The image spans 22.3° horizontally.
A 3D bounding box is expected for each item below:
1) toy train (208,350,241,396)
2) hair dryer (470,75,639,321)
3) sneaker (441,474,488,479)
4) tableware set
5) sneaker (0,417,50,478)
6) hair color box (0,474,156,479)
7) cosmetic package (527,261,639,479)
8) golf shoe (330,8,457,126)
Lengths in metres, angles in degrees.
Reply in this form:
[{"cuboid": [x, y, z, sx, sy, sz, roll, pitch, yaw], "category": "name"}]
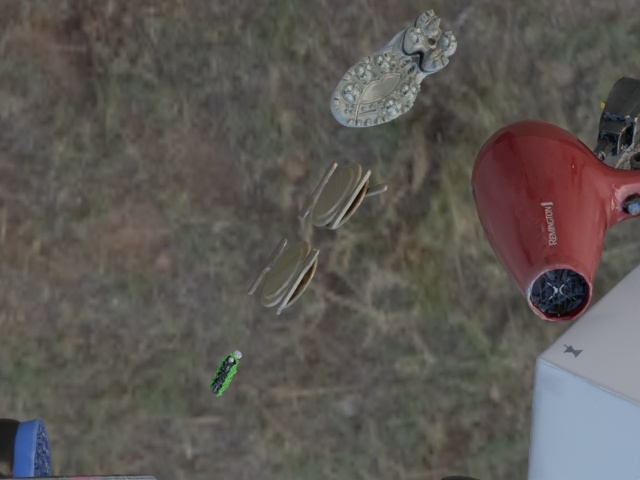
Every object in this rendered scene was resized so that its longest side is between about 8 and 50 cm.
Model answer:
[{"cuboid": [-0.098, 0.139, 1.698, 0.017, 0.024, 0.083, 43, 148, 10], "category": "toy train"}, {"cuboid": [0.199, -0.042, 0.990, 0.224, 0.293, 0.080, 7, 124, 44], "category": "hair dryer"}, {"cuboid": [0.090, 0.307, 1.137, 0.140, 0.341, 0.125, -9, 135, 43], "category": "sneaker"}, {"cuboid": [0.000, 0.000, 1.841, 0.039, 0.128, 0.194, 35, 85, -20], "category": "tableware set"}, {"cuboid": [-0.293, 0.262, 1.423, 0.090, 0.232, 0.081, -4, 141, 4], "category": "sneaker"}, {"cuboid": [-0.242, 0.178, 0.717, 0.185, 0.113, 0.374, -19, 165, 26], "category": "hair color box"}, {"cuboid": [0.245, 0.132, 1.052, 0.138, 0.224, 0.224, 22, 130, 32], "category": "cosmetic package"}, {"cuboid": [0.062, -0.157, 1.620, 0.069, 0.176, 0.086, 54, 145, -5], "category": "golf shoe"}]
